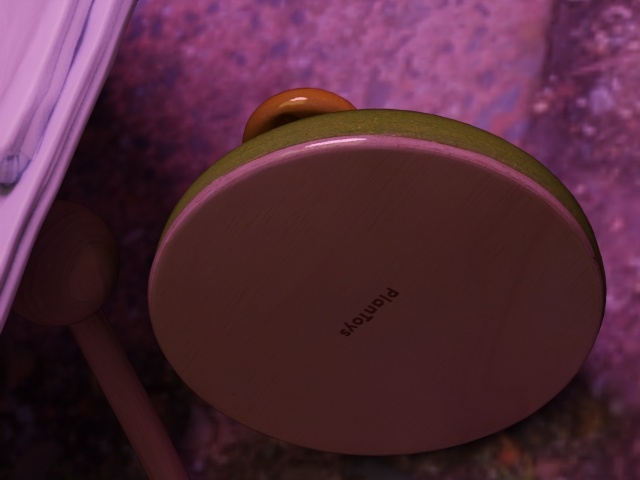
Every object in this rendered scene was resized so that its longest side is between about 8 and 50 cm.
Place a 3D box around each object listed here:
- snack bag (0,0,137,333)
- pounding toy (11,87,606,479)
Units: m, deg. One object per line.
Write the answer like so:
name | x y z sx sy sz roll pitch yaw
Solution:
snack bag | -0.183 -0.042 0.842 0.323 0.037 0.343 13 81 60
pounding toy | 0.000 0.000 0.800 0.237 0.183 0.110 -18 41 19
